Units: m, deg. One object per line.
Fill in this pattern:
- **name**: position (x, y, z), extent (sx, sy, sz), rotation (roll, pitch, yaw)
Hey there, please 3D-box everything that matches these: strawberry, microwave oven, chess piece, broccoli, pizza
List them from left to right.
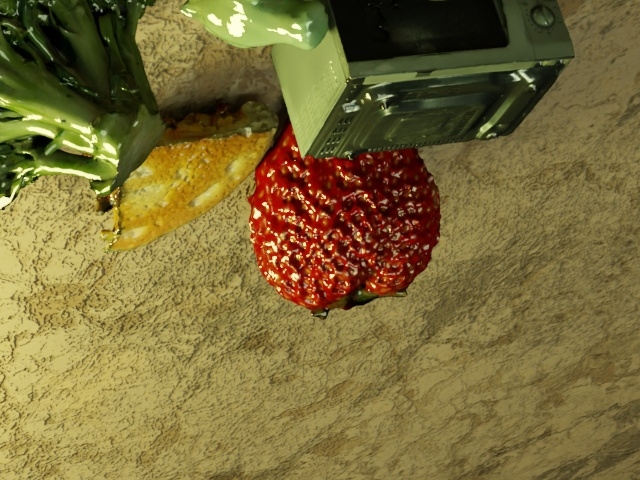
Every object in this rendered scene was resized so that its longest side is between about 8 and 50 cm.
- **broccoli**: position (-0.296, -0.180, 1.718), extent (0.321, 0.283, 0.304), rotation (-52, 161, -10)
- **pizza**: position (-0.203, -0.099, 2.057), extent (0.289, 0.081, 0.228), rotation (-38, 149, 20)
- **chess piece**: position (-0.057, -0.317, 1.772), extent (0.175, 0.176, 0.298), rotation (-9, 146, -20)
- **strawberry**: position (0.025, -0.048, 2.135), extent (0.261, 0.261, 0.258), rotation (-21, 153, -3)
- **microwave oven**: position (0.122, -0.220, 1.958), extent (0.295, 0.181, 0.237), rotation (-8, 157, -22)
